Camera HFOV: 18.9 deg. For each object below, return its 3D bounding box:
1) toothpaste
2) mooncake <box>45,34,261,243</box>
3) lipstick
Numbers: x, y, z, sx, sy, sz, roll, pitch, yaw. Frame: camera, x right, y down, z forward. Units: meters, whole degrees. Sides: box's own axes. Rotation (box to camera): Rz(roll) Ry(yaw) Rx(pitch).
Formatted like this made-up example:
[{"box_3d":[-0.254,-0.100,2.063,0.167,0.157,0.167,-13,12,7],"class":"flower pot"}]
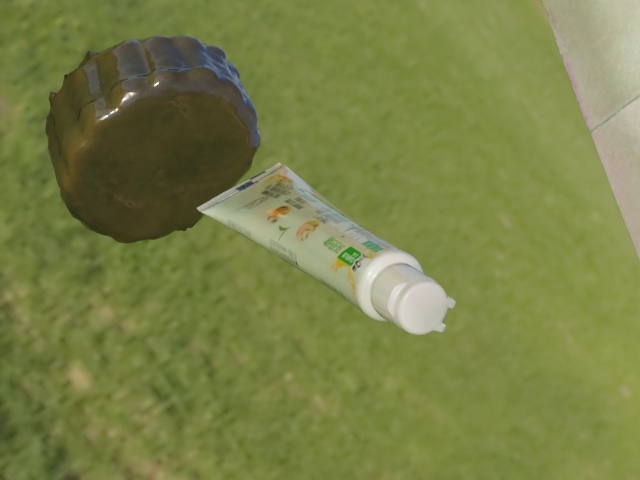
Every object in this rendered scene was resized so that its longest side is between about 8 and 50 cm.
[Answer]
[{"box_3d":[0.000,0.000,1.403,0.058,0.056,0.314,15,10,-29],"class":"toothpaste"},{"box_3d":[-0.180,-0.115,2.017,0.228,0.228,0.124,40,15,-49],"class":"mooncake"},{"box_3d":[0.171,-0.119,1.053,0.066,0.068,0.317,15,49,-43],"class":"lipstick"}]
